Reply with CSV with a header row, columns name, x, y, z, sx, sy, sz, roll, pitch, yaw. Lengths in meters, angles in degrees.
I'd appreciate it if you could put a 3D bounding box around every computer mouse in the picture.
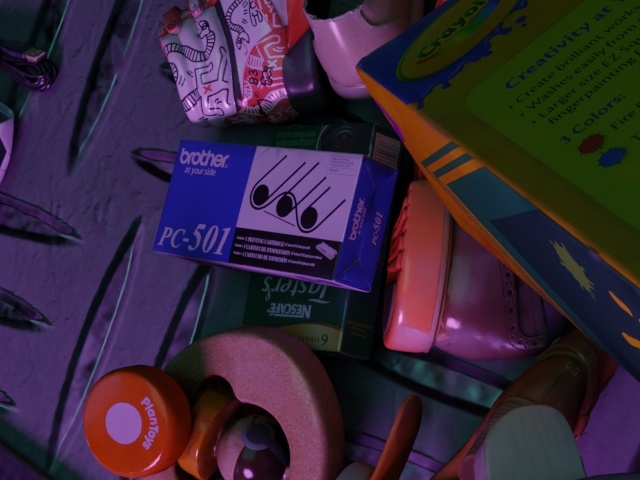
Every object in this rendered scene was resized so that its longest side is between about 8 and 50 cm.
name,x,y,z,sx,sy,sz,roll,pitch,yaw
computer mouse,-0.309,-0.092,1.419,0.106,0.042,0.193,15,80,23

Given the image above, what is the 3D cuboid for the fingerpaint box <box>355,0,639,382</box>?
name,x,y,z,sx,sy,sz,roll,pitch,yaw
fingerpaint box,0.296,-0.124,0.916,0.445,0.163,0.371,-38,31,-4

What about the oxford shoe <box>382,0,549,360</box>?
name,x,y,z,sx,sy,sz,roll,pitch,yaw
oxford shoe,0.135,-0.085,1.178,0.133,0.130,0.363,10,78,-2

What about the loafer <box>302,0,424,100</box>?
name,x,y,z,sx,sy,sz,roll,pitch,yaw
loafer,0.038,-0.242,1.231,0.102,0.092,0.268,-9,60,18

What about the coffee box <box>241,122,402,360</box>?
name,x,y,z,sx,sy,sz,roll,pitch,yaw
coffee box,0.000,0.000,1.233,0.113,0.040,0.184,3,80,42

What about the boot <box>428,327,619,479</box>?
name,x,y,z,sx,sy,sz,roll,pitch,yaw
boot,0.145,0.145,1.118,0.073,0.197,0.152,40,60,7

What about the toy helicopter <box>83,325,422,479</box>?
name,x,y,z,sx,sy,sz,roll,pitch,yaw
toy helicopter,-0.031,0.240,1.172,0.235,0.140,0.355,-8,88,26

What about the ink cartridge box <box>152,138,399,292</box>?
name,x,y,z,sx,sy,sz,roll,pitch,yaw
ink cartridge box,-0.039,-0.022,1.214,0.207,0.046,0.097,7,81,44

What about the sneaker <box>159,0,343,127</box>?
name,x,y,z,sx,sy,sz,roll,pitch,yaw
sneaker,-0.067,-0.225,1.301,0.145,0.090,0.270,-10,77,21

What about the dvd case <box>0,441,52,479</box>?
name,x,y,z,sx,sy,sz,roll,pitch,yaw
dvd case,-0.256,0.282,1.321,0.221,0.018,0.164,30,94,27

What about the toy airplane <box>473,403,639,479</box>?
name,x,y,z,sx,sy,sz,roll,pitch,yaw
toy airplane,0.177,0.315,0.862,0.386,0.384,0.272,46,134,0
